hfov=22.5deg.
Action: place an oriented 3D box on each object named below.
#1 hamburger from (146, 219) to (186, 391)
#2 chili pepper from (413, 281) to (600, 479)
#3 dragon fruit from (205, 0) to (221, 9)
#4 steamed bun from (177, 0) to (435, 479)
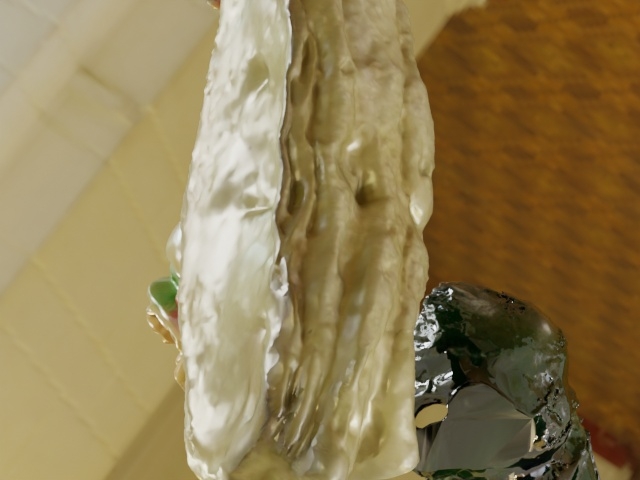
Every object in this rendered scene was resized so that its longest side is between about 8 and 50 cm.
[{"bbox_3d":[-0.058,0.077,1.480,0.237,0.149,0.237,24,-165,-7],"label":"hamburger"},{"bbox_3d":[0.142,0.163,1.267,0.148,0.116,0.265,-7,112,12],"label":"chili pepper"},{"bbox_3d":[-0.073,-0.258,1.326,0.208,0.133,0.150,45,175,10],"label":"dragon fruit"},{"bbox_3d":[0.000,0.000,1.073,0.189,0.428,0.247,17,146,-29],"label":"steamed bun"}]
